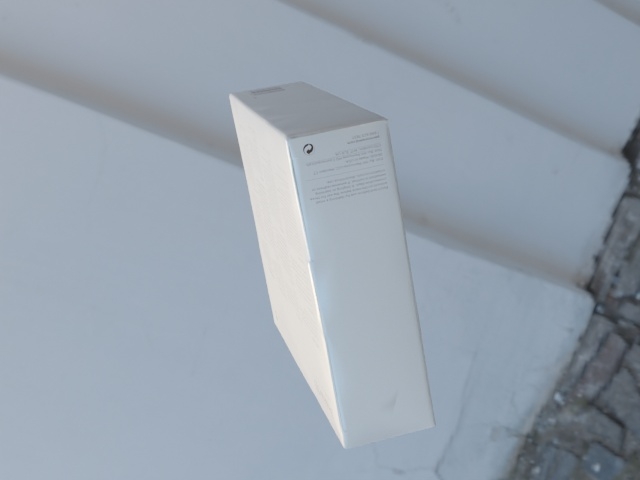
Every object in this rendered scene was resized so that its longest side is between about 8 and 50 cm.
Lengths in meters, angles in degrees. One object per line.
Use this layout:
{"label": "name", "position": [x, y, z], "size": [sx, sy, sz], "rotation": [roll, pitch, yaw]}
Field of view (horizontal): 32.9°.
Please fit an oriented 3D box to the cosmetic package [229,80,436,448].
{"label": "cosmetic package", "position": [0.000, 0.000, 1.091], "size": [0.377, 0.097, 0.284], "rotation": [-132, 32, -72]}
